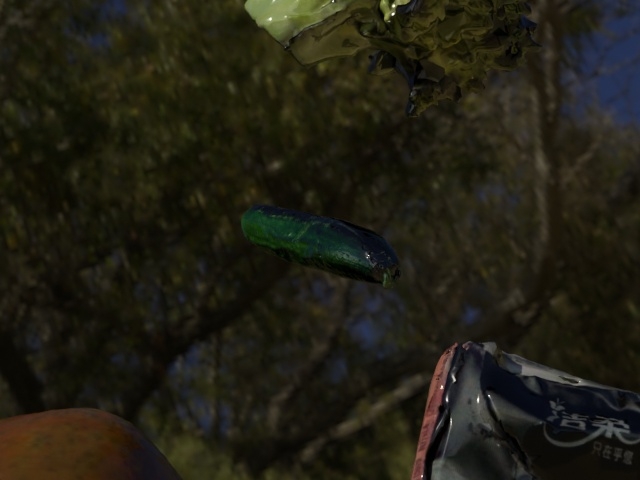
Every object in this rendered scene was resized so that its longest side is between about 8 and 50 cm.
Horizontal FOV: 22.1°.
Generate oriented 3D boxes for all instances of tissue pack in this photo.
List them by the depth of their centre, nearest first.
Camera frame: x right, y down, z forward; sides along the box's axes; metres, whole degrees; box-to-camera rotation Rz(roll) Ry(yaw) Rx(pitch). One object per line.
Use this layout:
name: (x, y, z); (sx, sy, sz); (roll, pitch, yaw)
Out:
tissue pack: (0.174, 0.256, 1.271); (0.245, 0.332, 0.123); (20, -28, -9)

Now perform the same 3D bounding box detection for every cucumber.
cucumber: (0.000, 0.000, 0.948); (0.036, 0.184, 0.033); (-14, -78, -25)

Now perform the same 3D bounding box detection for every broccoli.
broccoli: (0.075, -0.292, 1.588); (0.324, 0.334, 0.272); (-8, -37, -52)

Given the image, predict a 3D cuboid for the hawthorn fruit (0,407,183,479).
hawthorn fruit: (-0.207, 0.273, 1.170); (0.267, 0.301, 0.268); (-2, -62, -4)
